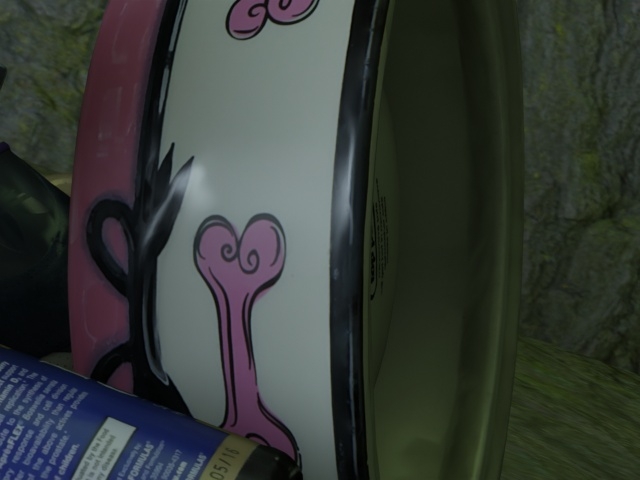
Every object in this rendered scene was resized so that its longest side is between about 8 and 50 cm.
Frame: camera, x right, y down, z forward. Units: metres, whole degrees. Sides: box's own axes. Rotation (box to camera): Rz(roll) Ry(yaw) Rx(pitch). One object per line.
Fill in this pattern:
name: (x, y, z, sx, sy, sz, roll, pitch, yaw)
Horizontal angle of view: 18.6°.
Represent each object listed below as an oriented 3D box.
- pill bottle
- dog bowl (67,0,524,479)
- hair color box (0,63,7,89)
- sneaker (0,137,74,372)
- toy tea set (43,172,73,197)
pill bottle: (-0.128, 0.099, 0.717, 0.219, 0.122, 0.123, 21, 4, 7)
dog bowl: (0.000, 0.000, 1.002, 0.150, 0.408, 0.408, 3, -1, 15)
hair color box: (-0.459, -0.119, 1.531, 0.374, 0.185, 0.113, 19, 5, -26)
sneaker: (-0.181, 0.069, 1.140, 0.236, 0.130, 0.323, 49, -25, -2)
toy tea set: (-0.194, 0.049, 1.440, 0.200, 0.124, 0.336, -20, 34, -36)
